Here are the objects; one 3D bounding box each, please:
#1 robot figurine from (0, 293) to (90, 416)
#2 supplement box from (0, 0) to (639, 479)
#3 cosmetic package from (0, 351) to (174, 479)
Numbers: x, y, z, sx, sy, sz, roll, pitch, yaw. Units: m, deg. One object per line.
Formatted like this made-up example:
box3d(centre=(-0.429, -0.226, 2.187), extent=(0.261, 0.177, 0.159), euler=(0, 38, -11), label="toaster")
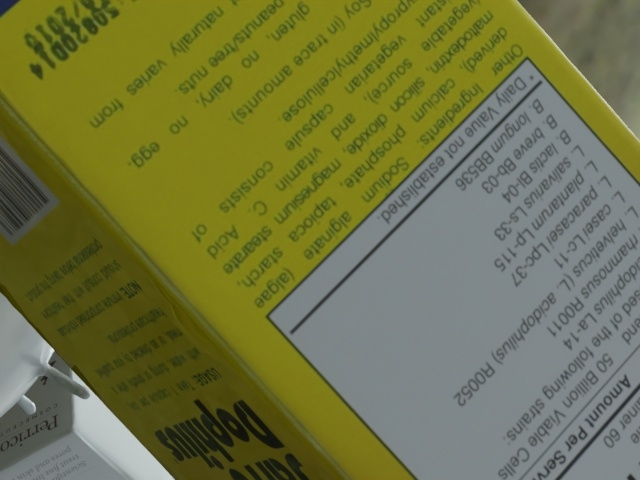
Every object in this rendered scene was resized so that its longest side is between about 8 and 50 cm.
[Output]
box3d(centre=(-0.287, -0.011, 1.144), extent=(0.200, 0.353, 0.300), euler=(-52, -167, -8), label="robot figurine")
box3d(centre=(0.000, 0.000, 0.851), extent=(0.194, 0.356, 0.195), euler=(-44, -174, -22), label="supplement box")
box3d(centre=(-0.210, 0.158, 1.554), extent=(0.151, 0.151, 0.184), euler=(-30, -142, 15), label="cosmetic package")
